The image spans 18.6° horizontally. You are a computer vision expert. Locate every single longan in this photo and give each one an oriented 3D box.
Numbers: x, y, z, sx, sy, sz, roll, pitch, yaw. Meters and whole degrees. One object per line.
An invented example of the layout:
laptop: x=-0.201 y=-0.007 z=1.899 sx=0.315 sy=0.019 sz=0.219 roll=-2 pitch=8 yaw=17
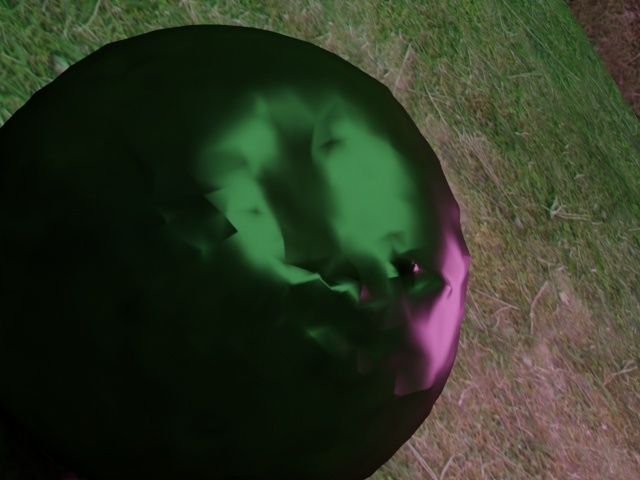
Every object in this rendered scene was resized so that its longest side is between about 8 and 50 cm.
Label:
longan: x=-0.075 y=0.025 z=1.591 sx=0.404 sy=0.404 sz=0.436 roll=60 pitch=22 yaw=7
